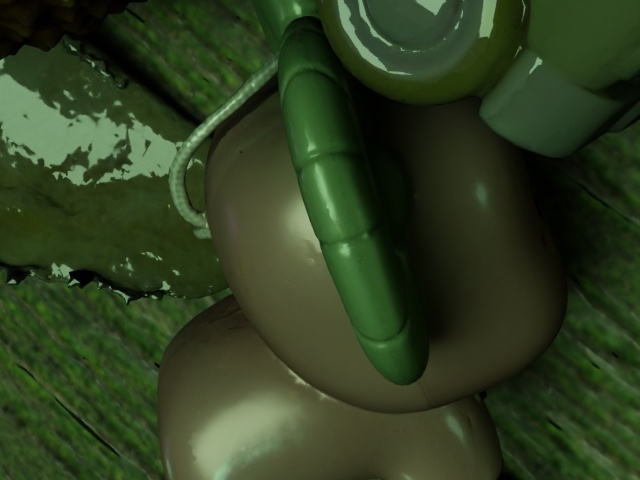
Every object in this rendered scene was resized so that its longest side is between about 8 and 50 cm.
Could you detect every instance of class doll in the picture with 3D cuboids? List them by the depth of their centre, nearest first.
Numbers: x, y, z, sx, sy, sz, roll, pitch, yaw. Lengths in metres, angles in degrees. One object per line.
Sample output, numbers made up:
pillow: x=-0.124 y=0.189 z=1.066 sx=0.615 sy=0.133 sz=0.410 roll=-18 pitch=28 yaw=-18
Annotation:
doll: x=0.000 y=0.000 z=0.734 sx=0.216 sy=0.284 sz=0.268 roll=-18 pitch=116 yaw=0

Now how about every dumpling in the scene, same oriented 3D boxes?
dumpling: x=-0.183 y=-0.063 z=0.913 sx=0.332 sy=0.086 sz=0.166 roll=44 pitch=88 yaw=13

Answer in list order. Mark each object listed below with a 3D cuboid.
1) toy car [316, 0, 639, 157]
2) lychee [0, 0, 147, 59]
toy car: x=0.068 y=-0.221 z=0.628 sx=0.336 sy=0.242 sz=0.226 roll=49 pitch=123 yaw=8
lychee: x=-0.165 y=-0.219 z=0.773 sx=0.268 sy=0.267 sz=0.267 roll=9 pitch=108 yaw=28
